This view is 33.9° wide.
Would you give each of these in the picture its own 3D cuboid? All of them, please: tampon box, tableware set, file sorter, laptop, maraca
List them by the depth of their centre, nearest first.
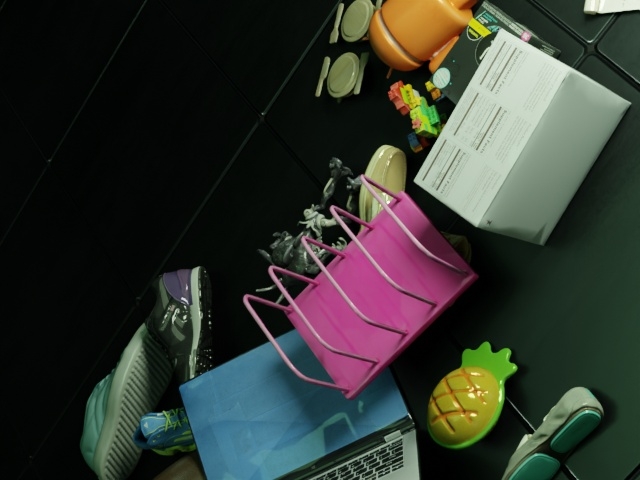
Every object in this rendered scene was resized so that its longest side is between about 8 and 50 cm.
[{"bbox_3d":[0.052,0.070,1.645,0.291,0.182,0.202,-46,58,13],"label":"file sorter"},{"bbox_3d":[0.238,0.245,1.660,0.127,0.099,0.186,17,68,43],"label":"maraca"},{"bbox_3d":[0.282,-0.282,1.706,0.120,0.101,0.161,48,113,35],"label":"tampon box"},{"bbox_3d":[-0.057,0.318,1.724,0.381,0.408,0.236,-27,96,8],"label":"laptop"},{"bbox_3d":[0.065,-0.352,1.945,0.128,0.039,0.194,8,81,52],"label":"tableware set"}]

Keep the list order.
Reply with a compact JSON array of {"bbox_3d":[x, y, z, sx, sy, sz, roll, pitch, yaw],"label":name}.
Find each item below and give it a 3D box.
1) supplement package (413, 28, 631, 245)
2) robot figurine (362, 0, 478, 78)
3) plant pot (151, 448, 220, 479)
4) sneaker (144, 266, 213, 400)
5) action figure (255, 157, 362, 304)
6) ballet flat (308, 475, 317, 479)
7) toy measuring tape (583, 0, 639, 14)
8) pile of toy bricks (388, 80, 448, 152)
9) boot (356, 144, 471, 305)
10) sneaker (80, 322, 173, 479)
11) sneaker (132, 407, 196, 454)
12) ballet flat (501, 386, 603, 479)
[{"bbox_3d":[0.307,-0.149,1.594,0.145,0.204,0.262,41,109,38],"label":"supplement package"},{"bbox_3d":[0.170,-0.380,1.802,0.219,0.158,0.128,-38,32,30],"label":"robot figurine"},{"bbox_3d":[-0.194,0.462,1.933,0.230,0.215,0.215,-48,54,5],"label":"plant pot"},{"bbox_3d":[-0.281,0.194,2.065,0.124,0.107,0.283,-7,61,9],"label":"sneaker"},{"bbox_3d":[0.000,0.000,1.876,0.164,0.141,0.276,30,86,37],"label":"action figure"},{"bbox_3d":[-0.059,0.464,1.891,0.086,0.086,0.249,30,100,39],"label":"ballet flat"},{"bbox_3d":[0.516,-0.367,1.517,0.330,0.121,0.122,7,87,41],"label":"toy measuring tape"},{"bbox_3d":[0.185,-0.194,1.770,0.118,0.105,0.212,-29,65,33],"label":"pile of toy bricks"},{"bbox_3d":[0.161,-0.026,1.770,0.203,0.095,0.262,8,86,39],"label":"boot"},{"bbox_3d":[-0.420,0.313,2.175,0.150,0.135,0.366,29,100,36],"label":"sneaker"},{"bbox_3d":[-0.271,0.364,2.045,0.240,0.126,0.091,-32,63,32],"label":"sneaker"},{"bbox_3d":[0.343,0.306,1.588,0.213,0.072,0.068,-51,27,21],"label":"ballet flat"}]
